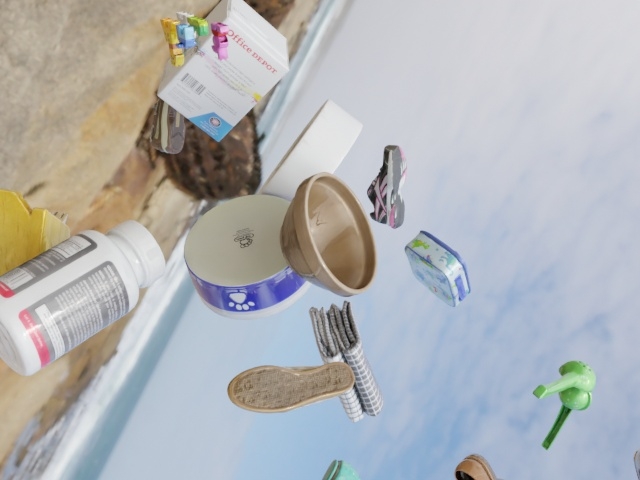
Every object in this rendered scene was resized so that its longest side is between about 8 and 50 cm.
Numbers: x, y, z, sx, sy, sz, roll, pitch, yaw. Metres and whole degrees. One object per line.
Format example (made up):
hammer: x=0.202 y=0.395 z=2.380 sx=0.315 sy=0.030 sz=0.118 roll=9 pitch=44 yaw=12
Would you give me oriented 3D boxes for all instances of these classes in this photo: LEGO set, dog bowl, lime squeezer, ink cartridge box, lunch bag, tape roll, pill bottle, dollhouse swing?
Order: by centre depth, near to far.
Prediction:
lime squeezer: x=0.377 y=0.245 z=1.187 sx=0.110 sy=0.059 sz=0.310 roll=-59 pitch=152 yaw=-16
pill bottle: x=-0.447 y=0.090 z=1.422 sx=0.318 sy=0.176 sz=0.176 roll=-35 pitch=169 yaw=-35
dog bowl: x=-0.143 y=0.030 z=1.607 sx=0.104 sy=0.265 sz=0.265 roll=76 pitch=28 yaw=-45
LEGO set: x=-0.271 y=-0.407 z=1.608 sx=0.227 sy=0.087 sz=0.093 roll=35 pitch=-45 yaw=52
dollhouse swing: x=-0.680 y=0.027 z=1.646 sx=0.305 sy=0.347 sz=0.315 roll=-32 pitch=132 yaw=-78
tape roll: x=-0.028 y=-0.176 z=1.752 sx=0.286 sy=0.100 sz=0.286 roll=-53 pitch=-172 yaw=11
ink cartridge box: x=-0.239 y=-0.435 z=1.947 sx=0.270 sy=0.198 sz=0.197 roll=-41 pitch=-151 yaw=23
lunch bag: x=0.330 y=0.081 z=2.152 sx=0.090 sy=0.176 sz=0.219 roll=-43 pitch=145 yaw=-11

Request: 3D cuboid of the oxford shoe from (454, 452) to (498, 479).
oxford shoe: x=0.302 y=0.481 z=1.359 sx=0.076 sy=0.212 sz=0.076 roll=-9 pitch=147 yaw=-53

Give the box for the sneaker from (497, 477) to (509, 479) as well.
sneaker: x=0.436 y=0.714 z=2.128 sx=0.140 sy=0.341 sz=0.125 roll=10 pitch=-93 yaw=63

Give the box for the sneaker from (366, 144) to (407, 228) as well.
sneaker: x=0.133 y=-0.114 z=1.652 sx=0.072 sy=0.077 sz=0.178 roll=-22 pitch=118 yaw=-58

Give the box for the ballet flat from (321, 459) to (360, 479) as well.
ballet flat: x=0.000 y=0.566 z=1.590 sx=0.247 sy=0.087 sz=0.083 roll=-54 pitch=-176 yaw=3

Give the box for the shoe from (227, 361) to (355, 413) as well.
shoe: x=-0.050 y=0.237 z=1.240 sx=0.058 sy=0.219 sz=0.076 roll=-43 pitch=-126 yaw=53

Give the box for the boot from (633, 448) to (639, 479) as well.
boot: x=0.655 y=0.488 z=1.377 sx=0.269 sy=0.089 sz=0.236 roll=57 pitch=19 yaw=-76

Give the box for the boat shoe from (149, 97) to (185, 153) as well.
boat shoe: x=-0.415 y=-0.368 z=2.105 sx=0.095 sy=0.095 sz=0.257 roll=12 pitch=89 yaw=-62

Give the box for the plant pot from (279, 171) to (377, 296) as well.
plant pot: x=0.000 y=0.000 z=1.457 sx=0.110 sy=0.237 sz=0.237 roll=-20 pitch=-150 yaw=29

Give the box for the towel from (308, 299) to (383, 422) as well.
towel: x=0.077 y=0.321 z=2.135 sx=0.121 sy=0.235 sz=0.283 roll=-22 pitch=-154 yaw=2

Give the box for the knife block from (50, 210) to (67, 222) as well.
knife block: x=-0.727 y=0.086 z=1.993 sx=0.276 sy=0.242 sz=0.088 roll=-25 pitch=-159 yaw=1
